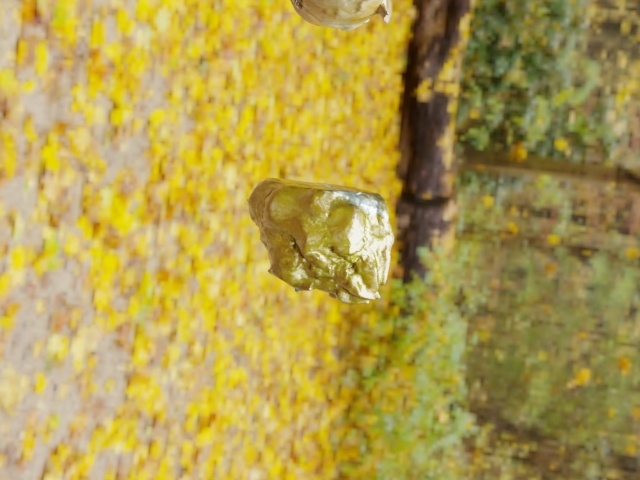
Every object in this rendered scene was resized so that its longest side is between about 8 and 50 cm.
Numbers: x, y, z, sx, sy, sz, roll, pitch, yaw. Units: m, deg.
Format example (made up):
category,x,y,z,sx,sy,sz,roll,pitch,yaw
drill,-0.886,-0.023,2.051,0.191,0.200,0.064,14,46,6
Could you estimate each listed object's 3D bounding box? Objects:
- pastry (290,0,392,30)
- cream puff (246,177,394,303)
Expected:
category,x,y,z,sx,sy,sz,roll,pitch,yaw
pastry,0.015,-0.311,1.170,0.229,0.100,0.218,-110,-162,-68
cream puff,0.000,0.000,1.227,0.146,0.146,0.116,-31,127,-78
